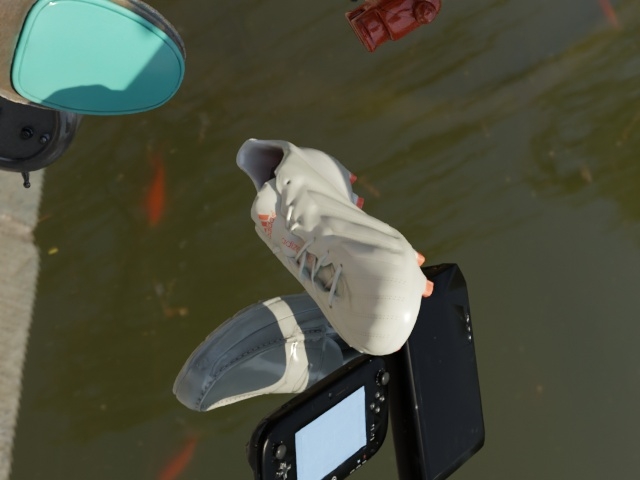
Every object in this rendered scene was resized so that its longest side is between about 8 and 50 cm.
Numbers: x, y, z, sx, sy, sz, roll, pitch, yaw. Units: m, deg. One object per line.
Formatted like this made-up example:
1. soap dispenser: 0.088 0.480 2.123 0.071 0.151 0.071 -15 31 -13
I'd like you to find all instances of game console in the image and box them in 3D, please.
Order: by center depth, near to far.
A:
1. game console: 0.052 0.169 1.160 0.361 0.044 0.213 -26 112 -50

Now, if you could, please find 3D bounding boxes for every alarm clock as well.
1. alarm clock: -0.286 -0.145 1.167 0.129 0.192 0.064 31 22 -14

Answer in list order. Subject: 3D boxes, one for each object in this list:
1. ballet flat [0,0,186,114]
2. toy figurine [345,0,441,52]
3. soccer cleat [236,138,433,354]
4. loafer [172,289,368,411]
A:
1. ballet flat: -0.234 -0.160 0.847 0.316 0.108 0.106 4 35 -48
2. toy figurine: 0.052 -0.301 1.092 0.210 0.148 0.213 58 2 15
3. soccer cleat: 0.000 0.000 0.681 0.076 0.068 0.196 20 20 -26
4. loafer: -0.022 0.120 1.331 0.319 0.112 0.111 -23 62 -43
